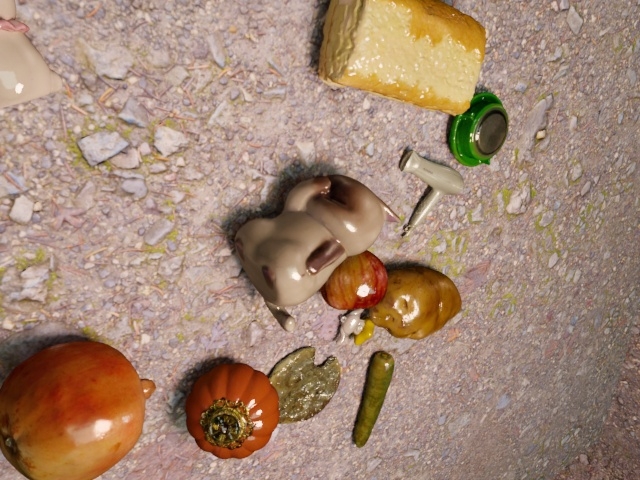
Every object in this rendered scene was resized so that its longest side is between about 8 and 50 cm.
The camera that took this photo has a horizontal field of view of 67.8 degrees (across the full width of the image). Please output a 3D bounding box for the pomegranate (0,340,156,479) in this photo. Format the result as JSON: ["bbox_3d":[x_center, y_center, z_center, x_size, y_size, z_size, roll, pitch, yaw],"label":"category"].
[{"bbox_3d":[-0.440,0.312,0.891,0.271,0.252,0.228,-16,130,-53],"label":"pomegranate"}]

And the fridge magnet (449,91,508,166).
[{"bbox_3d":[0.447,-0.306,1.331,0.208,0.088,0.207,-14,117,-30],"label":"fridge magnet"}]

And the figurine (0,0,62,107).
[{"bbox_3d":[-0.488,-0.306,0.663,0.155,0.127,0.235,-21,116,-15],"label":"figurine"}]

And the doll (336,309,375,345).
[{"bbox_3d":[0.097,0.250,1.353,0.135,0.071,0.113,-37,119,-10],"label":"doll"}]

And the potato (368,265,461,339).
[{"bbox_3d":[0.295,0.179,1.393,0.369,0.195,0.176,2,143,-44],"label":"potato"}]

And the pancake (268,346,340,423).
[{"bbox_3d":[-0.055,0.410,1.333,0.254,0.037,0.253,-14,117,-29],"label":"pancake"}]

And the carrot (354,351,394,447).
[{"bbox_3d":[0.165,0.516,1.513,0.074,0.074,0.358,-1,112,-35],"label":"carrot"}]

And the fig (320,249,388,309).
[{"bbox_3d":[0.086,0.072,1.217,0.175,0.175,0.207,3,81,-36],"label":"fig"}]

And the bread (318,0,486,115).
[{"bbox_3d":[0.184,-0.426,1.046,0.376,0.165,0.236,2,107,-34],"label":"bread"}]

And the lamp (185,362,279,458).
[{"bbox_3d":[-0.205,0.398,1.121,0.224,0.196,0.223,0,95,1],"label":"lamp"}]

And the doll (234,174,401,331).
[{"bbox_3d":[-0.022,-0.006,1.060,0.370,0.215,0.226,-46,133,-11],"label":"doll"}]

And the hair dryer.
[{"bbox_3d":[0.269,-0.113,1.323,0.207,0.075,0.237,16,109,-31],"label":"hair dryer"}]
